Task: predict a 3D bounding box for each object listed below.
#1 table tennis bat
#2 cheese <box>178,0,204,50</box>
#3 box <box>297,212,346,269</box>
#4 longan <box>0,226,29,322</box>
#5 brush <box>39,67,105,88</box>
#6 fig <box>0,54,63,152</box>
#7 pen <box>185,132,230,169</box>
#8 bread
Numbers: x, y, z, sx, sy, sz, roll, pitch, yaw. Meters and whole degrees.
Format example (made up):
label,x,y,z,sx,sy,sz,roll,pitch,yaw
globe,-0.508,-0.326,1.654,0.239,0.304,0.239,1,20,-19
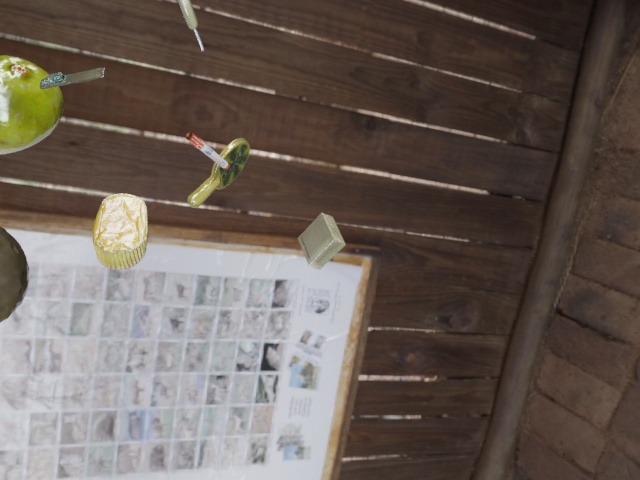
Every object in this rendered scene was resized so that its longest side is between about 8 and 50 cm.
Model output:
label,x,y,z,sx,sy,sz,roll,pitch,yaw
table tennis bat,-0.358,-0.237,1.918,0.321,0.050,0.198,-52,-12,-24
cheese,-0.434,-0.737,1.815,0.097,0.037,0.192,-109,1,-55
box,0.000,0.000,1.043,0.079,0.035,0.083,-45,44,24
longan,-1.164,0.111,1.735,0.391,0.391,0.391,-173,90,-69
brush,-0.657,-0.431,1.409,0.027,0.190,0.034,64,-157,-62
fig,-0.911,-0.373,1.552,0.326,0.258,0.258,-36,45,30
pen,-0.337,-0.267,1.622,0.239,0.028,0.028,40,-130,-69
bread,-0.670,-0.027,1.802,0.133,0.179,0.250,108,153,-55
